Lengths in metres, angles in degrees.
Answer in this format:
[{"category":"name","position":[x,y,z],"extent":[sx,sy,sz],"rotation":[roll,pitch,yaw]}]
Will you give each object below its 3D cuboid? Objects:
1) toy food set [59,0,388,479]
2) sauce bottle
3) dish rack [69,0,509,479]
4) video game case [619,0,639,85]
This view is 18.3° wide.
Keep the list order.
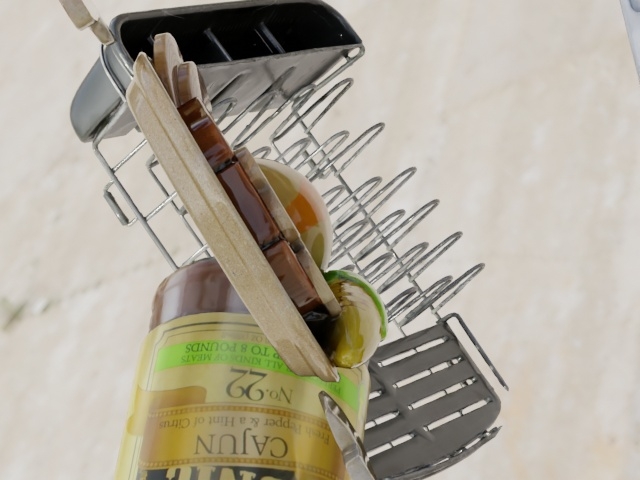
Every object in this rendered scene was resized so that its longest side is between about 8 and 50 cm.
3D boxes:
[{"category":"toy food set","position":[-0.020,-0.012,0.646],"extent":[0.038,0.192,0.132],"rotation":[-31,7,0]},{"category":"sauce bottle","position":[-0.047,0.175,0.841],"extent":[0.111,0.111,0.344],"rotation":[-20,50,39]},{"category":"dish rack","position":[0.000,0.000,1.053],"extent":[0.074,0.271,0.208],"rotation":[-43,-15,33]},{"category":"video game case","position":[0.142,-0.113,0.724],"extent":[0.019,0.157,0.143],"rotation":[-16,84,34]}]
